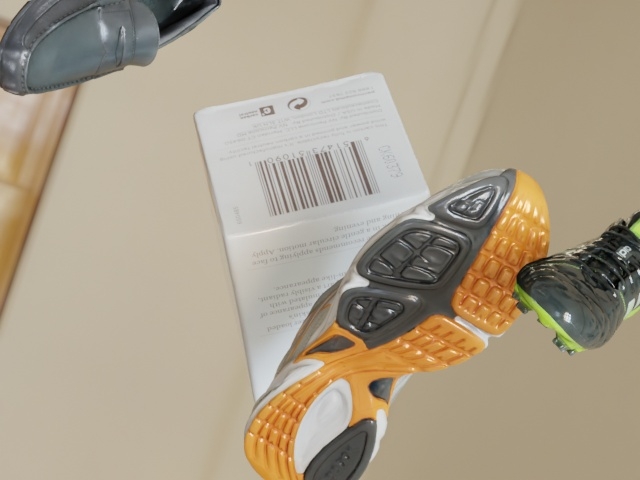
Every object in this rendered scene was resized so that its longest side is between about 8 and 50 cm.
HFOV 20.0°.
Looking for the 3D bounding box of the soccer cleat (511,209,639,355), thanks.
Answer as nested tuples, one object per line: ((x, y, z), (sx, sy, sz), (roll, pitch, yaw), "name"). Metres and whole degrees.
((0.154, 0.017, 0.991), (0.072, 0.060, 0.179), (-49, 168, 18), "soccer cleat")

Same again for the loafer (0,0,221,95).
((-0.158, -0.164, 1.377), (0.223, 0.078, 0.076), (-39, 147, -48), "loafer")

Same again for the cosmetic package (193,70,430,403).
((0.000, 0.000, 1.364), (0.151, 0.151, 0.183), (-108, -172, -47), "cosmetic package")

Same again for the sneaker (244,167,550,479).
((0.043, 0.038, 1.128), (0.262, 0.099, 0.121), (-48, -165, 28), "sneaker")
